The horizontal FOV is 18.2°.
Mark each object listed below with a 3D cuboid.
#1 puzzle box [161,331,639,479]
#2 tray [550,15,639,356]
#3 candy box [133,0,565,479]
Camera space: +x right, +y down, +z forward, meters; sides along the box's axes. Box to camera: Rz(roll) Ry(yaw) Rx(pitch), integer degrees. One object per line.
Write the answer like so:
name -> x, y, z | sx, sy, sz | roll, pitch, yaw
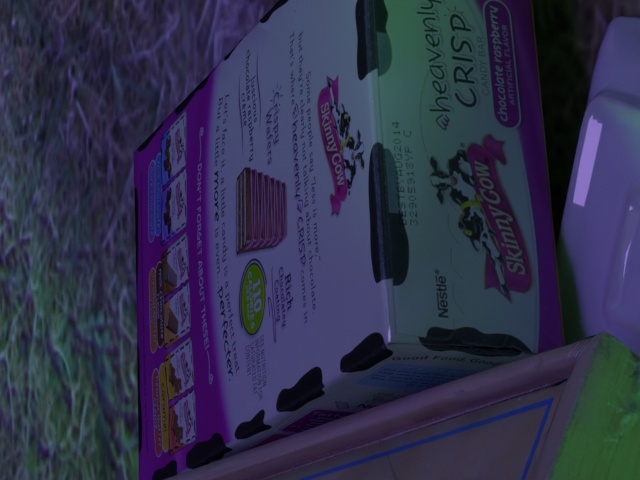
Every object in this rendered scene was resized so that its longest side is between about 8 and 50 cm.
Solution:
puzzle box -> -0.060, 0.193, 0.678 | 0.409, 0.052, 0.272 | -26, 32, 50
tray -> 0.146, 0.026, 0.590 | 0.270, 0.030, 0.145 | 30, 114, 56
candy box -> 0.000, 0.000, 0.763 | 0.233, 0.071, 0.159 | 143, 129, -59
